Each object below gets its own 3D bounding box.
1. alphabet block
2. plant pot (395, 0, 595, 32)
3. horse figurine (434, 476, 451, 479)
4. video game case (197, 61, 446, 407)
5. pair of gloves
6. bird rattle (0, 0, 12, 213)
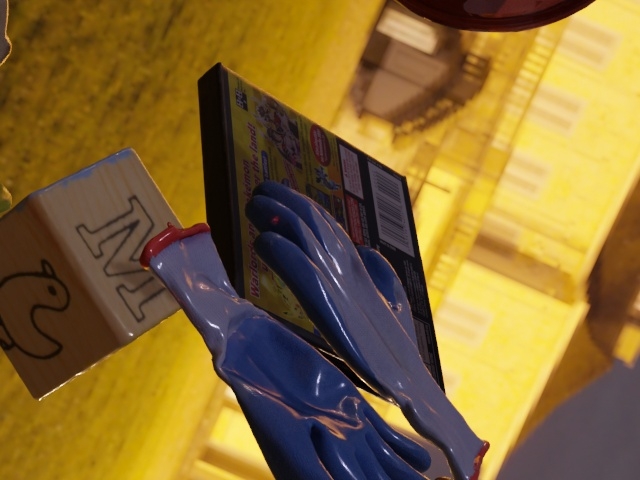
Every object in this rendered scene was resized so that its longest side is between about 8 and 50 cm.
[{"bbox_3d":[-0.274,0.038,1.692,0.192,0.197,0.193,-33,-179,40],"label":"alphabet block"},{"bbox_3d":[0.123,-0.316,1.044,0.265,0.272,0.272,37,76,-78],"label":"plant pot"},{"bbox_3d":[0.085,0.257,1.276,0.174,0.263,0.066,11,-80,63],"label":"horse figurine"},{"bbox_3d":[0.000,0.000,1.280,0.035,0.248,0.275,-36,-138,30],"label":"video game case"},{"bbox_3d":[0.010,0.045,0.579,0.023,0.159,0.198,-39,177,21],"label":"pair of gloves"},{"bbox_3d":[-0.270,-0.100,0.880,0.207,0.143,0.253,-59,161,-21],"label":"bird rattle"}]
